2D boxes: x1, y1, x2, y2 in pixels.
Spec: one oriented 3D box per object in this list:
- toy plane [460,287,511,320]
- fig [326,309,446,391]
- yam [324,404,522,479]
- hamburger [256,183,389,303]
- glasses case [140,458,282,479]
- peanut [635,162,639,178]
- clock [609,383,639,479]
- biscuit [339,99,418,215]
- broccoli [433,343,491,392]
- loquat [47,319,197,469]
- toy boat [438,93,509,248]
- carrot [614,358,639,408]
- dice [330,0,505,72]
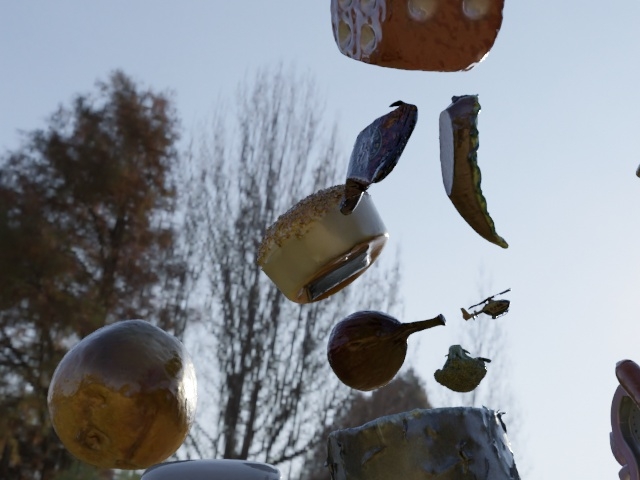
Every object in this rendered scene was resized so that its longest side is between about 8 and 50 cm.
[{"bbox_3d":[0.352,0.142,1.862,0.120,0.049,0.031,-27,0,22],"label":"toy plane"},{"bbox_3d":[0.153,0.220,2.031,0.290,0.191,0.190,-35,-37,13],"label":"fig"},{"bbox_3d":[0.125,0.356,0.945,0.240,0.348,0.241,-8,-12,-2],"label":"yam"},{"bbox_3d":[0.000,0.000,1.836,0.276,0.179,0.294,-33,-16,-8],"label":"hamburger"},{"bbox_3d":[-0.157,0.348,1.282,0.204,0.051,0.081,0,14,2],"label":"glasses case"},{"bbox_3d":[0.609,-0.137,1.535,0.152,0.076,0.076,-13,-16,-17],"label":"peanut"},{"bbox_3d":[0.733,0.413,1.805,0.102,0.339,0.338,6,-19,-23],"label":"clock"},{"bbox_3d":[0.085,-0.138,1.496,0.063,0.151,0.235,19,-16,-14],"label":"biscuit"},{"bbox_3d":[0.348,0.320,2.216,0.130,0.120,0.131,-7,-29,-14],"label":"broccoli"},{"bbox_3d":[-0.358,0.277,1.640,0.276,0.284,0.276,11,-46,11],"label":"loquat"},{"bbox_3d":[0.271,-0.122,1.616,0.099,0.293,0.108,-9,-5,-14],"label":"toy boat"},{"bbox_3d":[0.397,0.186,1.101,0.035,0.035,0.142,13,22,-11],"label":"carrot"},{"bbox_3d":[0.122,-0.317,1.164,0.179,0.175,0.174,-3,20,-28],"label":"dice"}]
